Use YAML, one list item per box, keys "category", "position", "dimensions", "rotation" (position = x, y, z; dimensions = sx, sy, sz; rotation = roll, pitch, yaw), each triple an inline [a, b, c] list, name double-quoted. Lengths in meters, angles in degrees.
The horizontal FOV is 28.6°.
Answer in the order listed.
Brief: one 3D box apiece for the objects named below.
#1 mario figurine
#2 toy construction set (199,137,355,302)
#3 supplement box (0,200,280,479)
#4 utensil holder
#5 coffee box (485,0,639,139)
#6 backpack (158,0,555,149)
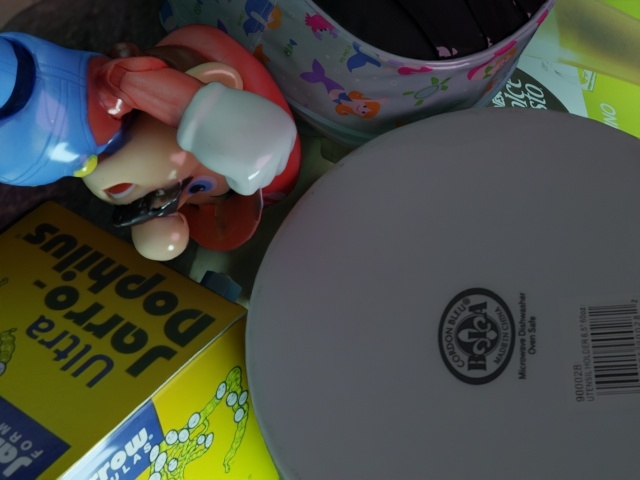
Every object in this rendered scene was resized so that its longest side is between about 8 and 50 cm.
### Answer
- category: "mario figurine"
  position: [-0.143, -0.045, 0.706]
  dimensions: [0.320, 0.198, 0.170]
  rotation: [8, 114, -40]
- category: "toy construction set"
  position: [0.000, 0.000, 1.044]
  dimensions: [0.327, 0.151, 0.215]
  rotation: [-48, 172, -10]
- category: "supplement box"
  position: [-0.160, 0.186, 0.897]
  dimensions: [0.195, 0.194, 0.356]
  rotation: [-43, 144, -32]
- category: "utensil holder"
  position: [0.123, 0.132, 0.882]
  dimensions: [0.327, 0.328, 0.385]
  rotation: [-53, 158, -17]
- category: "coffee box"
  position: [0.323, -0.268, 1.150]
  dimensions: [0.338, 0.334, 0.337]
  rotation: [-53, 149, -14]
- category: "backpack"
  position: [0.024, -0.181, 0.845]
  dimensions: [0.225, 0.253, 0.191]
  rotation: [-42, 163, -34]
